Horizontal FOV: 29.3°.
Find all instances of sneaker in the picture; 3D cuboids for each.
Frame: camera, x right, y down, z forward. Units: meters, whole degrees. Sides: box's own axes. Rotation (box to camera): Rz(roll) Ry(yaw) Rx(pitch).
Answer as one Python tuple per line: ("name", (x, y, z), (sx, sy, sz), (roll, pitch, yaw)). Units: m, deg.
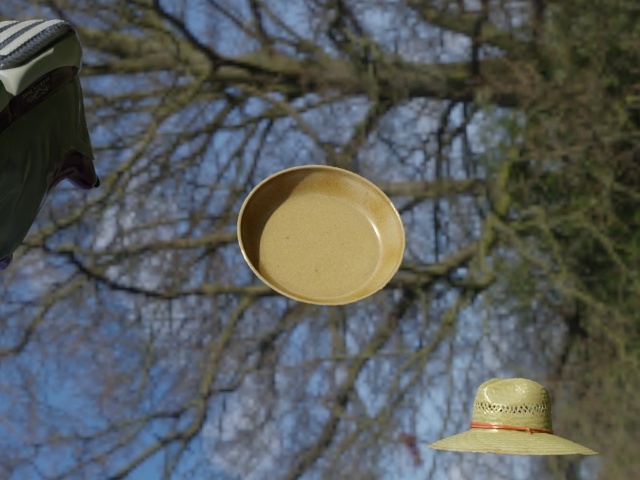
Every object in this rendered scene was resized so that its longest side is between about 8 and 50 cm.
("sneaker", (-0.167, -0.008, 0.508), (0.224, 0.083, 0.098), (-44, -49, -42))

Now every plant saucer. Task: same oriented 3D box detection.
("plant saucer", (0.000, 0.000, 0.606), (0.015, 0.083, 0.083), (103, 176, -55))

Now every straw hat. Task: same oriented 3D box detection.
("straw hat", (0.161, 0.146, 1.027), (0.144, 0.144, 0.061), (26, -114, -75))
